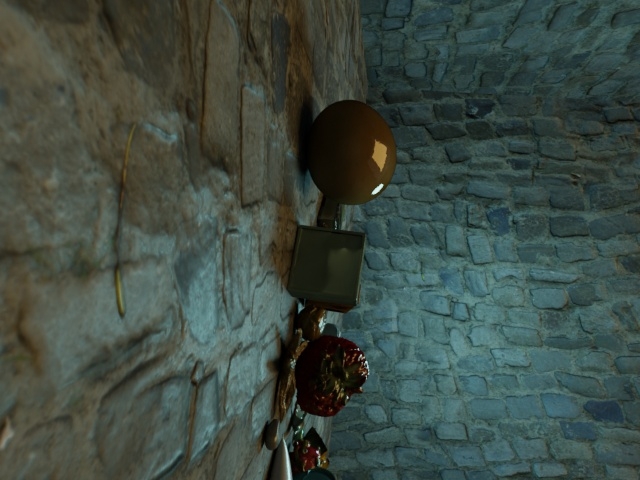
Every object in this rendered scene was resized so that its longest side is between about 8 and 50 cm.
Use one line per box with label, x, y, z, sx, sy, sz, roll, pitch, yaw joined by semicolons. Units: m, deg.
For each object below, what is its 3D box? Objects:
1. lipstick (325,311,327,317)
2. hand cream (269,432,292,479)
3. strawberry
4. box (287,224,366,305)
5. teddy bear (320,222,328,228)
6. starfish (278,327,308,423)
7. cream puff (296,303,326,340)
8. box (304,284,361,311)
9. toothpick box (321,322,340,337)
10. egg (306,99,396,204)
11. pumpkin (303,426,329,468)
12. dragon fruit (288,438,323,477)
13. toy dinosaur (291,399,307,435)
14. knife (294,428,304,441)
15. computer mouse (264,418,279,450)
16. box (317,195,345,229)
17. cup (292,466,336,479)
lipstick;0.030;0.234;2.250;0.057;0.057;0.357;86;13;-50
hand cream;-0.130;0.818;1.441;0.359;0.117;0.186;-92;-179;-58
strawberry;0.007;0.493;1.738;0.312;0.267;0.351;-52;-161;-8
box;0.024;0.085;1.515;0.117;0.224;0.225;75;24;-71
teddy bear;0.008;0.003;1.847;0.119;0.077;0.160;-65;177;27
starfish;-0.099;0.409;1.471;0.303;0.060;0.299;95;12;-47
cream puff;-0.038;0.299;1.668;0.144;0.103;0.126;85;27;-51
box;0.039;0.207;1.692;0.274;0.174;0.076;112;-12;-72
toothpick box;0.050;0.486;2.403;0.153;0.101;0.101;58;38;-77
egg;0.102;-0.287;1.517;0.374;0.300;0.301;84;14;-55
pumpkin;-0.054;0.953;2.074;0.169;0.148;0.312;53;-23;32
dragon fruit;-0.058;0.868;1.772;0.166;0.160;0.172;43;50;-51
toy dinosaur;-0.088;0.713;1.769;0.242;0.053;0.168;-86;-173;-76
knife;-0.078;0.773;1.987;0.260;0.034;0.063;-72;170;-68
computer mouse;-0.144;0.574;1.354;0.096;0.039;0.066;-84;177;-69
box;0.054;-0.116;2.064;0.310;0.084;0.198;-75;168;-47
cup;-0.053;0.958;1.550;0.289;0.219;0.258;-9;114;-70
